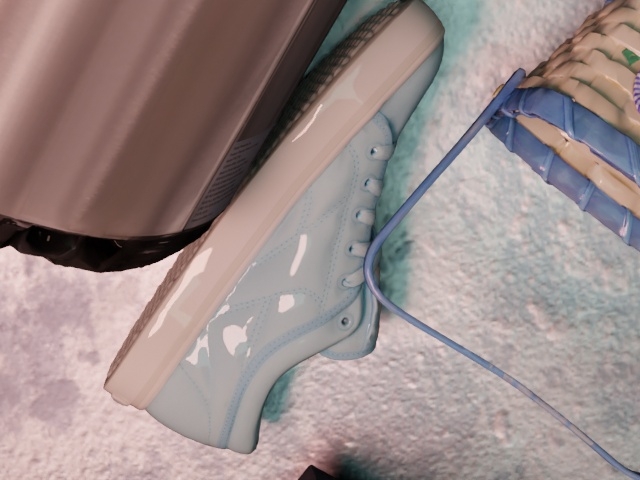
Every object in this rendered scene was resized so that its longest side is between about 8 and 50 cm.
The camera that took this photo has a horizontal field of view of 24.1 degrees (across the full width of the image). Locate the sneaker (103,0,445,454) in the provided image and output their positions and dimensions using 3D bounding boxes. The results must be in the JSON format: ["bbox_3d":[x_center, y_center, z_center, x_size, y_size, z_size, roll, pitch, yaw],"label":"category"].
[{"bbox_3d":[0.000,0.000,1.065,0.150,0.135,0.366,33,112,-10],"label":"sneaker"}]

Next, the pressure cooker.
[{"bbox_3d":[-0.129,-0.240,0.875,0.375,0.370,0.420,17,118,-30],"label":"pressure cooker"}]

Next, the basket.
[{"bbox_3d":[0.201,-0.019,0.993,0.255,0.201,0.289,34,92,-4],"label":"basket"}]

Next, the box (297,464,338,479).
[{"bbox_3d":[-0.007,0.390,1.016,0.179,0.343,0.312,33,105,-22],"label":"box"}]
